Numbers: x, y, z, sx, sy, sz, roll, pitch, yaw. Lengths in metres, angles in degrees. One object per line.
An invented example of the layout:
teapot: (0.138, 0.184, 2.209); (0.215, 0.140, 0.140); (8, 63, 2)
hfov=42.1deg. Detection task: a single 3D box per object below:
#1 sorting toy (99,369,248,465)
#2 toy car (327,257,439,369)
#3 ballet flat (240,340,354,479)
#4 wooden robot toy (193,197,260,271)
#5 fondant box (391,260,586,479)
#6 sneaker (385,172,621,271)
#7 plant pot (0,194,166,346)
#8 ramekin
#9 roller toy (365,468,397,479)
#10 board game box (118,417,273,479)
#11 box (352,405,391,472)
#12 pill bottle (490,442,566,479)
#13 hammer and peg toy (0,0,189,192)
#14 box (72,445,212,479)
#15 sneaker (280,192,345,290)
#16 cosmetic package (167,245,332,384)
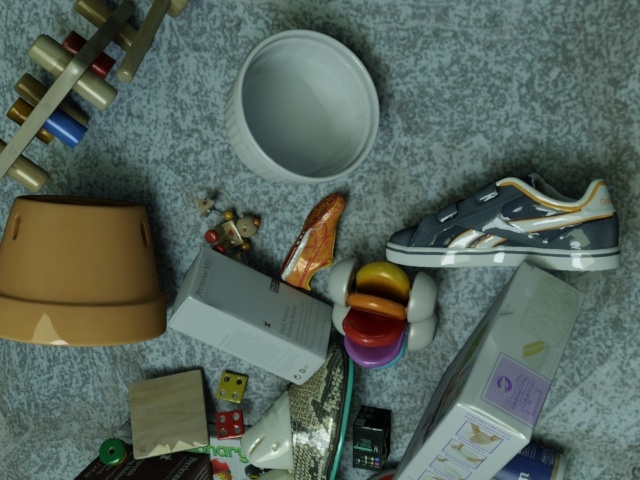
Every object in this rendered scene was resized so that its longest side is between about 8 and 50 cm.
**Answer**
sorting toy: (-0.250, 0.303, 1.444); (0.274, 0.046, 0.132); (-13, 68, 6)
toy car: (0.085, 0.119, 1.218); (0.159, 0.136, 0.182); (11, 143, 15)
ballet flat: (-0.046, 0.394, 1.352); (0.182, 0.164, 0.482); (0, 110, -8)
wooden robot toy: (-0.128, -0.005, 1.307); (0.079, 0.076, 0.173); (-24, 101, 15)
fondant box: (0.210, 0.215, 1.105); (0.096, 0.238, 0.330); (28, 143, 9)
sneaker: (0.241, -0.026, 1.133); (0.321, 0.126, 0.127); (-1, 96, 28)
plant pot: (-0.385, 0.037, 1.314); (0.291, 0.291, 0.203); (6, 95, 18)
ramekin: (-0.034, -0.172, 1.136); (0.207, 0.207, 0.109); (58, 155, -8)
roller toy: (0.142, 0.462, 1.315); (0.209, 0.191, 0.146); (15, 113, 14)
board game box: (-0.208, 0.425, 1.506); (0.305, 0.053, 0.193); (-1, 109, 20)
box: (0.084, 0.324, 1.357); (0.052, 0.062, 0.083); (5, 112, 17)
pill bottle: (0.281, 0.346, 1.275); (0.169, 0.094, 0.094); (18, 115, 13)
hammer and peg toy: (-0.345, -0.248, 1.183); (0.127, 0.266, 0.361); (38, 120, -19)
box: (-0.307, 0.473, 1.434); (0.203, 0.168, 0.167); (1, 109, 20)
sneaker: (0.000, 0.000, 1.274); (0.067, 0.064, 0.175); (23, 123, -12)
cosmetic package: (-0.103, 0.116, 1.271); (0.231, 0.117, 0.085); (27, 129, -16)
